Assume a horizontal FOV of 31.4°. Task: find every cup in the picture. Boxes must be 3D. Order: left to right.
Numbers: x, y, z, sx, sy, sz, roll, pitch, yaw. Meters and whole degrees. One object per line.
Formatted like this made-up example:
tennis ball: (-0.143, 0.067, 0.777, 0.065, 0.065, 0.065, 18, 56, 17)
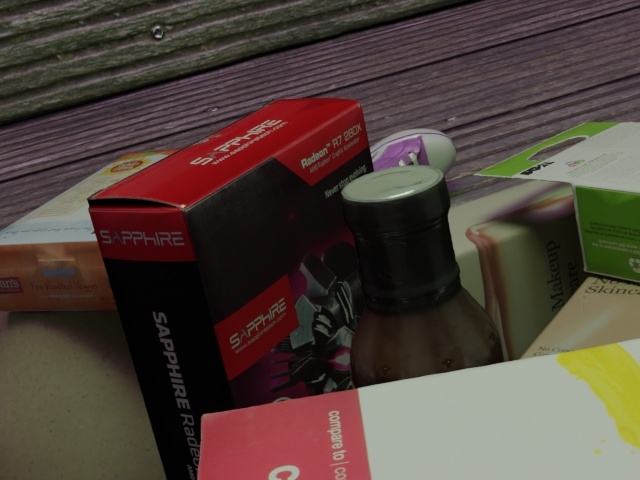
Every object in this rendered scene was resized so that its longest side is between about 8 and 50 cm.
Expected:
cup: (-0.183, 0.136, 1.045, 0.331, 0.237, 0.331, -9, 21, 4)

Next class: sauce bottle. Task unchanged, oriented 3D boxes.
sauce bottle: (0.082, 0.118, 0.799, 0.111, 0.344, 0.111, -10, 18, 3)

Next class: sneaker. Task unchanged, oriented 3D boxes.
sneaker: (0.084, -0.063, 1.639, 0.282, 0.102, 0.161, -25, 25, -5)

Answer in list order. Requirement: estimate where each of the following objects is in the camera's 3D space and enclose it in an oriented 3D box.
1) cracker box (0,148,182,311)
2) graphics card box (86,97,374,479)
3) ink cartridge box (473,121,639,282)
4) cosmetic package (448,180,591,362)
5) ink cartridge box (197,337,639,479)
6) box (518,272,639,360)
cracker box: (-0.159, -0.015, 0.994, 0.156, 0.067, 0.232, -2, 22, 26)
graphics card box: (-0.026, 0.100, 0.865, 0.094, 0.371, 0.233, 2, 23, 33)
ink cartridge box: (0.310, -0.045, 1.115, 0.189, 0.097, 0.255, -26, 22, -32)
cosmetic package: (0.236, 0.027, 1.235, 0.296, 0.153, 0.129, -20, 21, -18)
ink cartridge box: (0.148, 0.212, 0.605, 0.385, 0.279, 0.160, -11, 21, 1)
box: (0.304, 0.101, 1.040, 0.148, 0.121, 0.311, 1, 23, 32)
